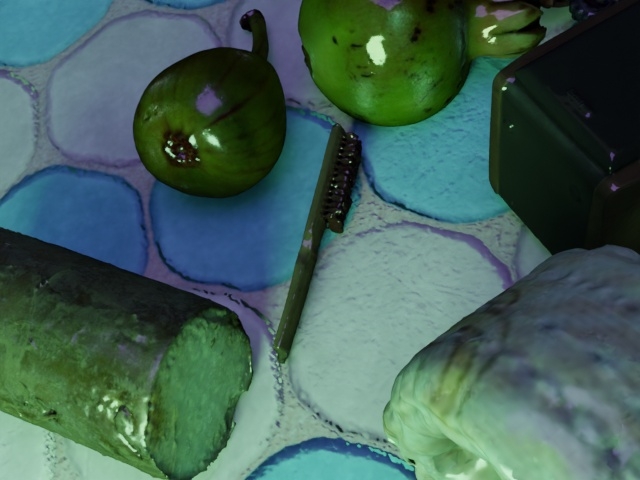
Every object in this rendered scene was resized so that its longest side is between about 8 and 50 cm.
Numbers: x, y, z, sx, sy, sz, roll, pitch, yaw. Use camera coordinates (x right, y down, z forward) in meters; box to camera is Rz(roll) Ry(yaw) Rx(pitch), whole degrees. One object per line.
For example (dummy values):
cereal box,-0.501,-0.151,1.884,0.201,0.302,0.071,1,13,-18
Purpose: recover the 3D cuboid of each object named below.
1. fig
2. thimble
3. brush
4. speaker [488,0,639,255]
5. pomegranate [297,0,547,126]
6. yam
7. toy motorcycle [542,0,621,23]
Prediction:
fig,-0.086,-0.151,0.992,0.151,0.151,0.259,11,38,19
thimble,0.190,0.150,0.653,0.195,0.291,0.291,-33,60,-13
brush,0.000,0.000,0.911,0.036,0.043,0.248,7,64,18
speaker,0.285,-0.100,0.817,0.231,0.192,0.153,-31,59,-9
pomegranate,0.090,-0.219,0.943,0.240,0.159,0.190,27,72,19
yam,-0.224,0.094,0.850,0.304,0.168,0.168,17,67,19
toy motorcycle,0.289,-0.305,0.985,0.118,0.084,0.212,15,59,22
